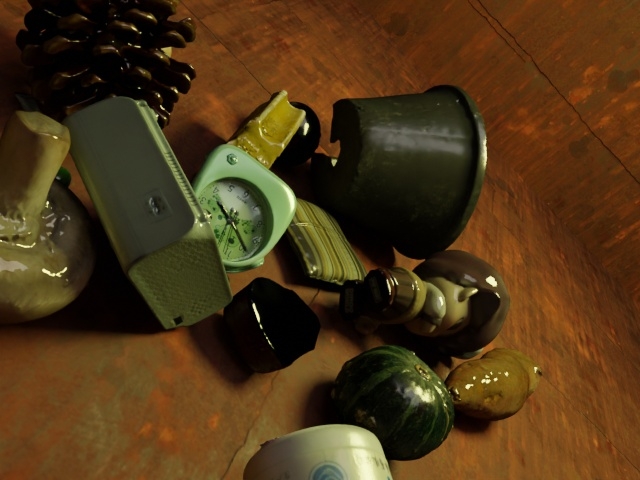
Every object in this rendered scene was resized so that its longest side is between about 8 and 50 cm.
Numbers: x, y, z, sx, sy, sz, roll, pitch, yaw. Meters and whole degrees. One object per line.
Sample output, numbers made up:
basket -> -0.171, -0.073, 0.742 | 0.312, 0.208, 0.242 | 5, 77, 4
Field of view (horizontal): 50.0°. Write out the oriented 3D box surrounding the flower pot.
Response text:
flower pot -> 0.139, -0.154, 1.424 | 0.251, 0.379, 0.379 | 9, 43, -27

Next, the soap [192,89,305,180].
soap -> -0.124, -0.154, 1.176 | 0.080, 0.160, 0.257 | 44, 28, -12

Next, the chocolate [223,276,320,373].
chocolate -> -0.073, 0.133, 0.970 | 0.148, 0.080, 0.125 | 31, 43, -45

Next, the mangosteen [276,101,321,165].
mangosteen -> -0.074, -0.221, 1.398 | 0.151, 0.137, 0.137 | 9, 33, -1

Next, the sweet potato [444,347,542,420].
sweet potato -> 0.317, 0.284, 1.305 | 0.336, 0.131, 0.131 | -4, 57, -58

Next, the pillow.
pillow -> 0.000, 0.000, 1.276 | 0.212, 0.052, 0.208 | 17, 39, -51

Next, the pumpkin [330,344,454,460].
pumpkin -> 0.108, 0.240, 1.019 | 0.190, 0.146, 0.190 | 43, 3, -3

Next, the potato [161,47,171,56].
potato -> -0.318, -0.347, 1.207 | 0.112, 0.112, 0.147 | 8, 40, -52

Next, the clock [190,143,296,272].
clock -> -0.142, -0.026, 1.018 | 0.159, 0.066, 0.211 | 39, 67, -20

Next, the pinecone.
pinecone -> -0.300, -0.252, 0.968 | 0.264, 0.264, 0.264 | 36, 29, -24

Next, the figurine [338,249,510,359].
figurine -> 0.205, 0.128, 1.257 | 0.365, 0.218, 0.206 | -8, 62, -52

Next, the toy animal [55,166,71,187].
toy animal -> -0.388, -0.129, 0.811 | 0.208, 0.100, 0.103 | 57, -14, -10

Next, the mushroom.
mushroom -> -0.309, -0.033, 0.681 | 0.207, 0.215, 0.207 | 31, 25, -16

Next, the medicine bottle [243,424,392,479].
medicine bottle -> 0.020, 0.357, 0.712 | 0.170, 0.170, 0.293 | 25, 37, -39

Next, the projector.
projector -> -0.196, -0.025, 0.823 | 0.198, 0.108, 0.250 | 59, -12, 21

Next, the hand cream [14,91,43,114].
hand cream -> -0.395, -0.170, 0.954 | 0.030, 0.019, 0.093 | -1, 48, -54
